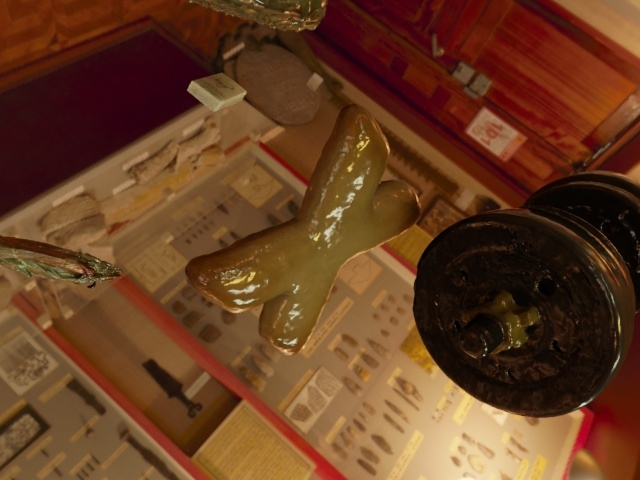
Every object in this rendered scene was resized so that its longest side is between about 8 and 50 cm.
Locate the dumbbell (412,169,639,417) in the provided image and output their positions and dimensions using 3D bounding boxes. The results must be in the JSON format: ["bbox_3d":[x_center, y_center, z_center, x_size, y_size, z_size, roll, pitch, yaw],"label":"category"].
[{"bbox_3d":[0.243,0.034,0.505,0.388,0.185,0.185,-17,150,-45],"label":"dumbbell"}]

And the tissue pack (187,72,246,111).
[{"bbox_3d":[-0.163,-0.239,0.780,0.023,0.056,0.108,-50,-174,28],"label":"tissue pack"}]

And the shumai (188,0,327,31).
[{"bbox_3d":[-0.141,-0.531,0.762,0.324,0.397,0.323,51,-54,56],"label":"shumai"}]

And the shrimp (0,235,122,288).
[{"bbox_3d":[-0.311,0.024,0.552,0.190,0.101,0.042,25,73,-53],"label":"shrimp"}]

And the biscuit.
[{"bbox_3d":[0.001,0.001,0.443,0.208,0.047,0.164,-47,134,-5],"label":"biscuit"}]
